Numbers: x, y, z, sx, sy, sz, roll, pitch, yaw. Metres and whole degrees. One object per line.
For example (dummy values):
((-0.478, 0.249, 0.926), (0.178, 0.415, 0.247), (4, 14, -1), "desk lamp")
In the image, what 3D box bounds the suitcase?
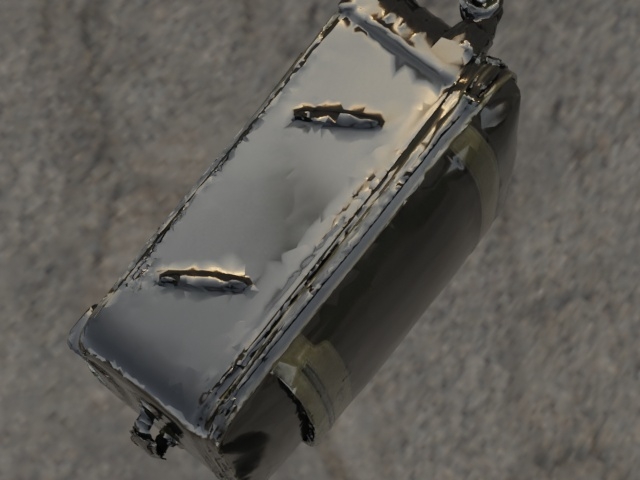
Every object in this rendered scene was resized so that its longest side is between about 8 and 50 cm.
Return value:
((0.000, 0.000, 1.325), (0.194, 0.434, 0.283), (37, 168, 14), "suitcase")
